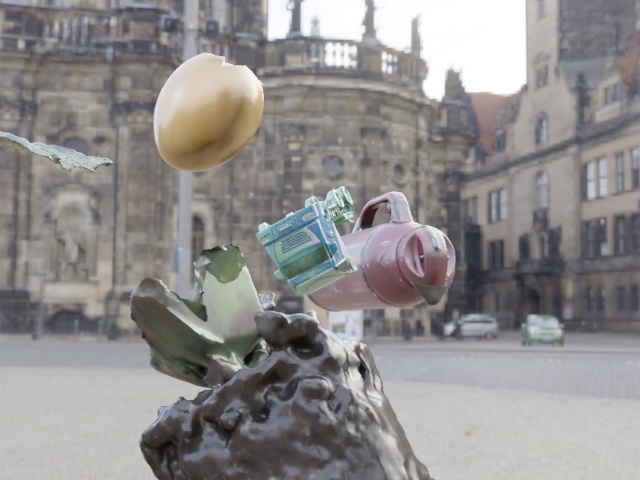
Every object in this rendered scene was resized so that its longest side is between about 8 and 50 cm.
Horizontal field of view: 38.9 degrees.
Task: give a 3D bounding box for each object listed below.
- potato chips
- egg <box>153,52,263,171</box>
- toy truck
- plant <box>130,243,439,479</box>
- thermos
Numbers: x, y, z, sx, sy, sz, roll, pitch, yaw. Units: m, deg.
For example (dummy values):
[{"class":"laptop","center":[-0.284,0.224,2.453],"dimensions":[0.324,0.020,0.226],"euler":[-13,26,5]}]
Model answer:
[{"class":"potato chips","center":[-0.359,-0.111,1.102],"dimensions":[0.207,0.028,0.092],"euler":[13,1,22]},{"class":"egg","center":[-0.089,-0.097,0.707],"dimensions":[0.080,0.096,0.080],"euler":[17,-22,7]},{"class":"toy truck","center":[0.000,0.000,0.881],"dimensions":[0.067,0.081,0.175],"euler":[-27,0,15]},{"class":"plant","center":[-0.029,0.103,0.543],"dimensions":[0.131,0.203,0.142],"euler":[-43,-18,8]},{"class":"thermos","center":[0.083,0.023,1.183],"dimensions":[0.109,0.136,0.330],"euler":[33,-15,-14]}]
